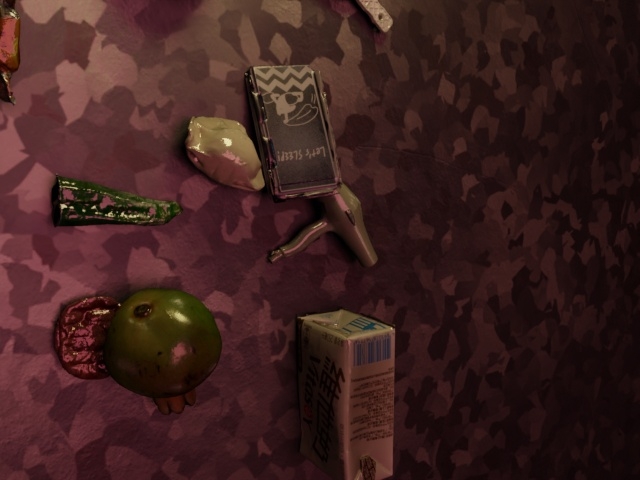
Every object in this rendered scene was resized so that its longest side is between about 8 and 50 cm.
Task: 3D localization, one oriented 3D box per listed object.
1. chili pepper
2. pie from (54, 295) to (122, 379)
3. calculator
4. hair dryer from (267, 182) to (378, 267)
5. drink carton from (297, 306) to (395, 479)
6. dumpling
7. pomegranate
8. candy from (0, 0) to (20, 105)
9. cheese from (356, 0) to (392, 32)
[{"bbox_3d":[-0.344,-0.062,1.085,0.227,0.059,0.088,2,90,-36],"label":"chili pepper"},{"bbox_3d":[-0.391,0.169,1.093,0.154,0.038,0.153,-2,94,-34],"label":"pie"},{"bbox_3d":[-0.050,-0.217,1.241,0.166,0.028,0.273,-10,88,-27],"label":"calculator"},{"bbox_3d":[0.030,0.006,1.332,0.219,0.088,0.224,37,85,-27],"label":"hair dryer"},{"bbox_3d":[0.049,0.320,1.308,0.132,0.194,0.324,-6,99,-32],"label":"drink carton"},{"bbox_3d":[-0.172,-0.172,1.175,0.170,0.099,0.134,18,48,-13],"label":"dumpling"},{"bbox_3d":[-0.263,0.209,1.082,0.190,0.159,0.240,4,104,-61],"label":"pomegranate"},{"bbox_3d":[-0.488,-0.301,0.962,0.047,0.053,0.181,0,98,-33],"label":"candy"},{"bbox_3d":[0.070,-0.541,1.309,0.255,0.050,0.127,41,72,-32],"label":"cheese"}]
